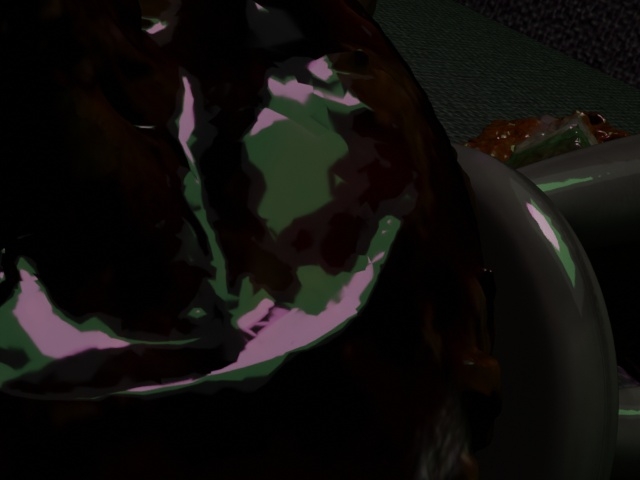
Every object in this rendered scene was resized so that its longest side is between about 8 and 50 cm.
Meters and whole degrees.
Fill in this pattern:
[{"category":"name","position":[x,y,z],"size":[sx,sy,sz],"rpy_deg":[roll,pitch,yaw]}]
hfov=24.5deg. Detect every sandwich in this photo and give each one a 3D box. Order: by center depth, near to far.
[{"category":"sandwich","position":[0.145,-0.023,0.826],"size":[0.185,0.109,0.160],"rpy_deg":[43,34,-35]}]

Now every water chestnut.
[{"category":"water chestnut","position":[-0.077,0.002,0.481],"size":[0.300,0.300,0.300],"rpy_deg":[20,17,-7]}]

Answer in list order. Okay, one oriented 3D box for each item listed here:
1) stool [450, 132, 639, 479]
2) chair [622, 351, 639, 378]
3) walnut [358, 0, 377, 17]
[{"category":"stool","position":[0.107,0.058,0.635],"size":[0.198,0.195,0.195],"rpy_deg":[-1,55,-37]},{"category":"chair","position":[0.276,0.051,1.028],"size":[0.154,0.141,0.260],"rpy_deg":[48,-14,54]},{"category":"walnut","position":[-0.110,-0.170,0.979],"size":[0.296,0.285,0.285],"rpy_deg":[1,18,-1]}]
